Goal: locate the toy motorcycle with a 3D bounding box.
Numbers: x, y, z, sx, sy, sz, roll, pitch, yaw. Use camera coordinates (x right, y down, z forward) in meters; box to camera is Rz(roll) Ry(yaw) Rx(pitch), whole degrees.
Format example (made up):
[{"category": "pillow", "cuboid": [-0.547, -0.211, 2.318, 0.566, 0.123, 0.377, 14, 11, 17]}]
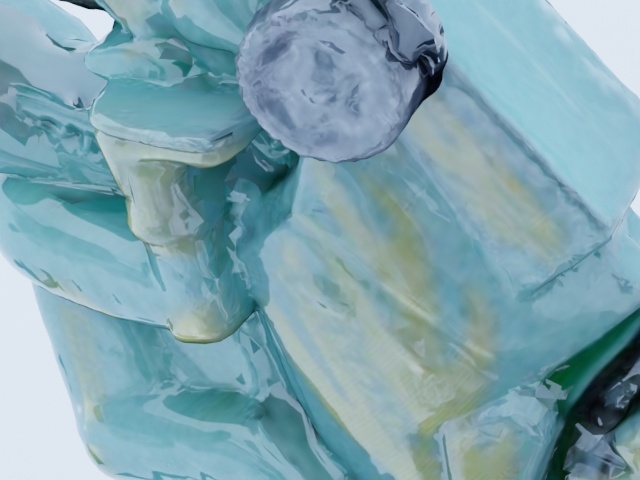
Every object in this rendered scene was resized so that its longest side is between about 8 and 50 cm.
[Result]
[{"category": "toy motorcycle", "cuboid": [-0.001, -0.001, 0.460, 0.296, 0.198, 0.109, 47, -141, -8]}]
